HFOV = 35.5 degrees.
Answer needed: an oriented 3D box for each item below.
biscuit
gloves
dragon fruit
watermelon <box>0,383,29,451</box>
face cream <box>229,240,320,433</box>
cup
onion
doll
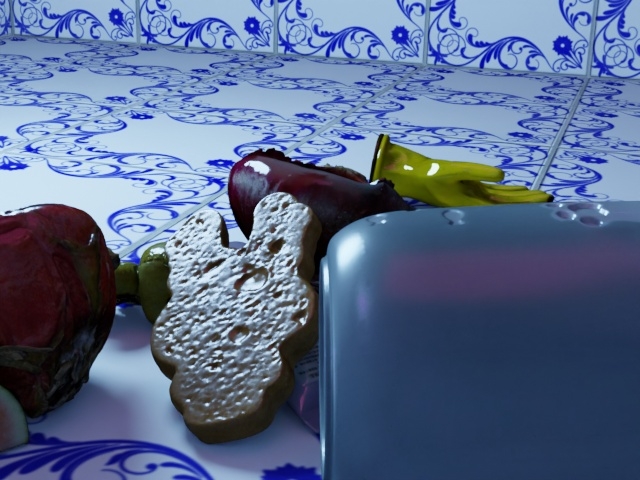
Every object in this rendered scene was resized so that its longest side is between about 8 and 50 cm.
[{"bbox_3d":[-0.083,0.072,0.997,0.186,0.044,0.295,-13,44,18],"label":"biscuit"},{"bbox_3d":[0.232,-0.093,1.633,0.294,0.116,0.133,11,27,8],"label":"gloves"},{"bbox_3d":[-0.268,0.087,0.951,0.148,0.218,0.224,46,-2,24],"label":"dragon fruit"},{"bbox_3d":[-0.329,0.154,0.853,0.125,0.135,0.094,9,56,12],"label":"watermelon"},{"bbox_3d":[-0.027,0.100,1.054,0.154,0.096,0.274,-10,35,-39],"label":"face cream"},{"bbox_3d":[0.134,0.109,0.830,0.275,0.259,0.356,0,-12,-2],"label":"cup"},{"bbox_3d":[0.000,0.000,1.213,0.272,0.195,0.272,23,0,0],"label":"onion"},{"bbox_3d":[-0.222,0.063,1.164,0.210,0.097,0.137,-13,-13,6],"label":"doll"}]
